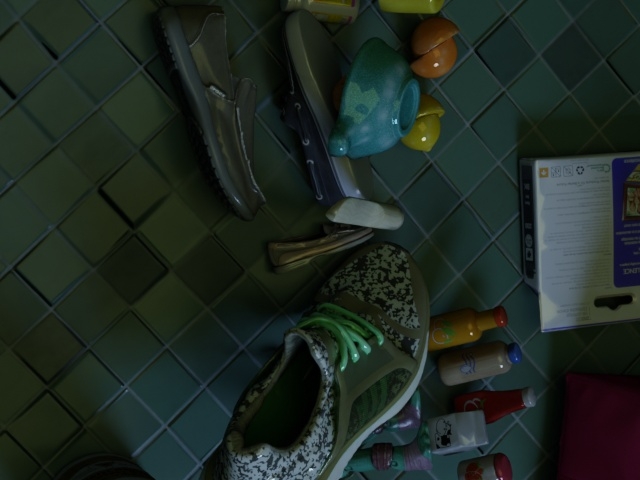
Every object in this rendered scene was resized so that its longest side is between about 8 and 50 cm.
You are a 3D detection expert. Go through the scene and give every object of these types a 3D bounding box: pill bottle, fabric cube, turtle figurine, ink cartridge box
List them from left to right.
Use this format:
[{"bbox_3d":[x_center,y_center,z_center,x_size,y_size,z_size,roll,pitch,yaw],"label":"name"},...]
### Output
[{"bbox_3d":[-0.207,0.306,1.739,0.131,0.229,0.131,-2,95,-20],"label":"pill bottle"},{"bbox_3d":[-0.001,-0.267,1.862,0.083,0.043,0.043,4,93,-21],"label":"pill bottle"},{"bbox_3d":[0.003,0.227,1.874,0.234,0.175,0.118,-9,143,-3],"label":"turtle figurine"},{"bbox_3d":[0.343,-0.003,2.011,0.206,0.045,0.208,-5,95,-20],"label":"ink cartridge box"},{"bbox_3d":[0.449,0.296,1.944,0.254,0.258,0.259,3,94,-30],"label":"fabric cube"}]

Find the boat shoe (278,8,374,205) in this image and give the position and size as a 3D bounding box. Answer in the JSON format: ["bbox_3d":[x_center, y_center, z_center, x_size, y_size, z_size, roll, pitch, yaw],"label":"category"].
[{"bbox_3d":[-0.009,-0.142,1.859,0.076,0.080,0.229,-13,110,25],"label":"boat shoe"}]

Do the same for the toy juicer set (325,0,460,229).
[{"bbox_3d":[0.065,-0.137,1.837,0.089,0.209,0.329,13,72,21],"label":"toy juicer set"}]

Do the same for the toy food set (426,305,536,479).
[{"bbox_3d":[0.190,0.196,1.912,0.111,0.104,0.232,24,54,-59],"label":"toy food set"}]

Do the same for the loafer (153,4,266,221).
[{"bbox_3d":[-0.102,-0.143,1.809,0.087,0.094,0.251,-21,102,-13],"label":"loafer"}]

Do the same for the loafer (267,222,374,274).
[{"bbox_3d":[0.000,0.000,1.888,0.125,0.045,0.039,-22,95,-14],"label":"loafer"}]

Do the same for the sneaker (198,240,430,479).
[{"bbox_3d":[0.009,0.135,1.762,0.158,0.182,0.410,22,54,13],"label":"sneaker"}]
